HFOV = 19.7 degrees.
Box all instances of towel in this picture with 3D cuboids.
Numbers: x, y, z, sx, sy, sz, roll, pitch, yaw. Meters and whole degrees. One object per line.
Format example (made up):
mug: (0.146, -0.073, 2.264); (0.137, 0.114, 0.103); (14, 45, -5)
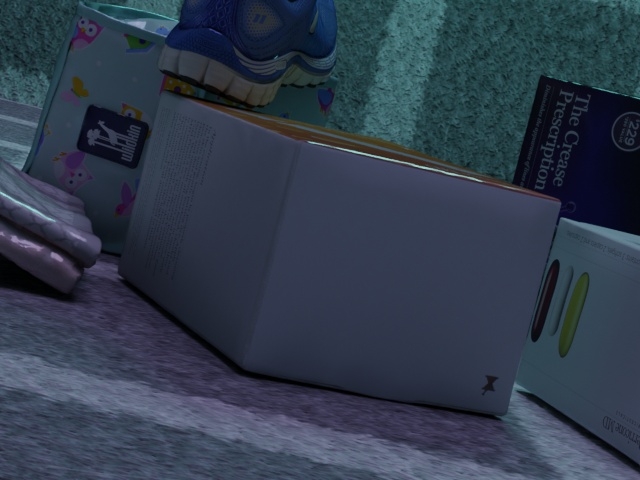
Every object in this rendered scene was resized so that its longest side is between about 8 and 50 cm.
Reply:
towel: (-0.320, -0.081, 1.502); (0.317, 0.053, 0.332); (35, 1, -11)

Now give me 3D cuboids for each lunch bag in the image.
lunch bag: (-0.145, -0.096, 1.748); (0.262, 0.223, 0.160); (11, 16, -31)

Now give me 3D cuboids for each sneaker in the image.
sneaker: (-0.037, -0.216, 1.618); (0.130, 0.147, 0.330); (23, 17, 3)

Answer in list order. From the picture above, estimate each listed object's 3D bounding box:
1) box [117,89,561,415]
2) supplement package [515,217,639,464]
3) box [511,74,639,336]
box: (0.000, 0.000, 1.439); (0.215, 0.168, 0.345); (12, 6, -23)
supplement package: (0.299, 0.090, 1.394); (0.204, 0.145, 0.262); (13, 5, -16)
box: (0.286, -0.018, 1.847); (0.184, 0.261, 0.103); (17, 6, 30)
